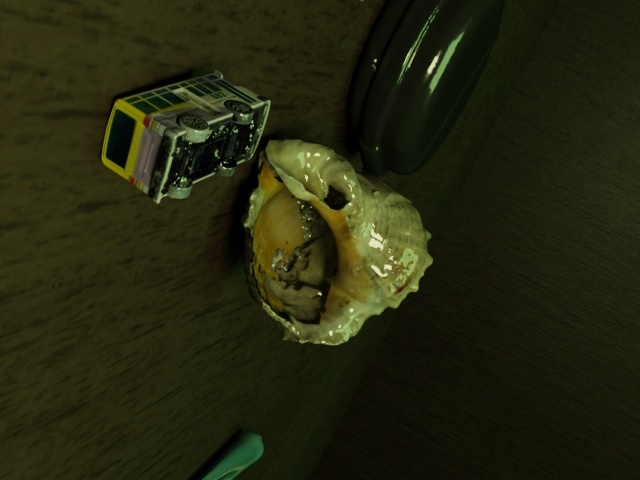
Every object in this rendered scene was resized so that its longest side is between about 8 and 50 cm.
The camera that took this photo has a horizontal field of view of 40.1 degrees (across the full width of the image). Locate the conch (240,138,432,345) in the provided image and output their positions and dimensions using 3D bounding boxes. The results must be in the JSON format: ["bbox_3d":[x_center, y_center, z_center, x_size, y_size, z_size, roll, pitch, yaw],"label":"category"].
[{"bbox_3d":[0.000,0.000,0.827,0.245,0.162,0.178,50,49,-46],"label":"conch"}]

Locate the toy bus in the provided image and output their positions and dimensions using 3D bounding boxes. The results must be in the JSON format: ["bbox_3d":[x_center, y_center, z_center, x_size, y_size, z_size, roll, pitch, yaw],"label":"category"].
[{"bbox_3d":[-0.081,-0.067,0.537,0.102,0.058,0.052,-35,153,-54],"label":"toy bus"}]

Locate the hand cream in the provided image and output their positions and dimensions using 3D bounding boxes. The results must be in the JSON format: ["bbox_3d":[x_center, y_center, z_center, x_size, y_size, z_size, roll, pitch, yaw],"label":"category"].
[{"bbox_3d":[-0.147,0.334,1.252,0.224,0.048,0.083,-32,152,-57],"label":"hand cream"}]

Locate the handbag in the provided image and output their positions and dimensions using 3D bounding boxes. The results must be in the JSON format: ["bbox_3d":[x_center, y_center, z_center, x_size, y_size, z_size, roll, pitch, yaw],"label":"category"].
[{"bbox_3d":[0.122,-0.194,1.011,0.254,0.093,0.308,-60,168,-7],"label":"handbag"}]
